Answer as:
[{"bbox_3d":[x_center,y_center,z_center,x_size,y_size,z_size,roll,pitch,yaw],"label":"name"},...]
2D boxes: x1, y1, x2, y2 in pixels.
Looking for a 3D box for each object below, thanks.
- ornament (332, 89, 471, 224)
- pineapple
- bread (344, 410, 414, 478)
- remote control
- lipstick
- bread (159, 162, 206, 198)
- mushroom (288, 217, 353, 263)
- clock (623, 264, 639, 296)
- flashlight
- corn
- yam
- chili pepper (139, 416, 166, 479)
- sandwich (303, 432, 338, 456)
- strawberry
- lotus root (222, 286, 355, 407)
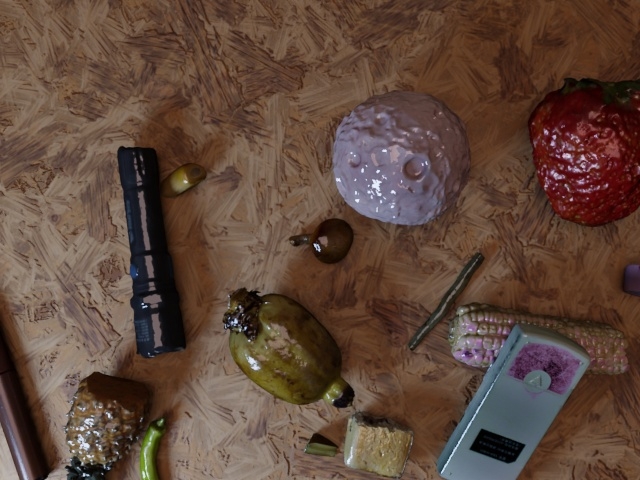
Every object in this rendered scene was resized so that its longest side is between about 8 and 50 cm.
[{"bbox_3d":[0.149,-0.157,1.212,0.259,0.259,0.225,8,108,5],"label":"ornament"},{"bbox_3d":[-0.429,0.404,1.283,0.157,0.158,0.279,19,98,5],"label":"pineapple"},{"bbox_3d":[0.105,0.388,1.270,0.125,0.082,0.106,14,98,-5],"label":"bread"},{"bbox_3d":[0.346,0.312,1.203,0.145,0.050,0.344,22,110,-6],"label":"remote control"},{"bbox_3d":[-0.629,0.318,1.336,0.057,0.057,0.357,-20,86,2],"label":"lipstick"},{"bbox_3d":[-0.279,-0.124,1.349,0.062,0.103,0.049,-32,97,-41],"label":"bread"},{"bbox_3d":[0.001,0.005,1.306,0.129,0.073,0.088,-8,119,7],"label":"mushroom"},{"bbox_3d":[0.650,0.089,1.233,0.152,0.110,0.050,16,84,6],"label":"clock"},{"bbox_3d":[-0.341,0.016,1.315,0.103,0.103,0.424,-9,86,3],"label":"flashlight"},{"bbox_3d":[0.407,0.191,1.239,0.334,0.126,0.127,7,87,3],"label":"corn"},{"bbox_3d":[0.249,0.122,1.304,0.027,0.029,0.234,37,91,32],"label":"yam"},{"bbox_3d":[-0.334,0.450,1.318,0.048,0.043,0.208,2,91,-21],"label":"chili pepper"},{"bbox_3d":[-0.007,0.398,1.296,0.044,0.083,0.031,34,96,49],"label":"sandwich"},{"bbox_3d":[0.503,-0.159,1.210,0.257,0.257,0.277,3,103,4],"label":"strawberry"},{"bbox_3d":[-0.062,0.212,1.262,0.314,0.141,0.169,44,93,-4],"label":"lotus root"}]
